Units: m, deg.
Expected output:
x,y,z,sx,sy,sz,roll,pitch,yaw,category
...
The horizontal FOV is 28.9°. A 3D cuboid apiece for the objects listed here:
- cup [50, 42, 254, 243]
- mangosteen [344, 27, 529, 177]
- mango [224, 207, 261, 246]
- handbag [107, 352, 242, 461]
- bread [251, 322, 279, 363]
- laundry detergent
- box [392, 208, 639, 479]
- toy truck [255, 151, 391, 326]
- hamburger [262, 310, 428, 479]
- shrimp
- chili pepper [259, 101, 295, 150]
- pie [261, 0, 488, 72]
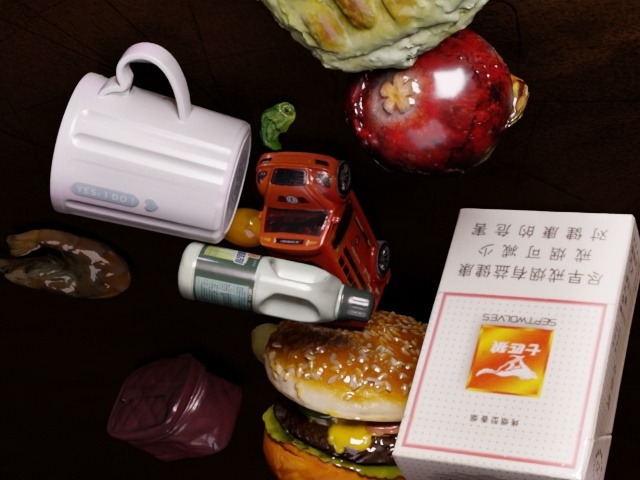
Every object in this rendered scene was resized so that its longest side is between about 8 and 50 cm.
x,y,z,sx,sy,sz,roll,pitch,yaw,category
-0.192,-0.100,1.421,0.202,0.166,0.221,15,158,2,cup
0.115,-0.133,1.223,0.166,0.166,0.180,-5,165,35,mangosteen
-0.103,-0.018,1.620,0.089,0.046,0.060,8,147,43,mango
-0.245,0.280,2.066,0.135,0.146,0.225,35,148,-29,handbag
-0.030,0.177,1.867,0.149,0.065,0.188,37,147,-17,bread
-0.048,0.057,1.444,0.226,0.070,0.099,12,166,6,laundry detergent
0.224,0.123,1.376,0.210,0.330,0.095,3,145,26,box
0.000,0.000,1.518,0.108,0.114,0.252,5,148,26,toy truck
0.055,0.209,1.654,0.291,0.291,0.225,11,109,13,hamburger
-0.405,0.032,1.851,0.254,0.059,0.145,11,145,14,shrimp
-0.053,-0.131,1.428,0.034,0.030,0.091,0,155,-17,chili pepper
0.024,-0.280,1.058,0.306,0.071,0.306,15,132,17,pie
